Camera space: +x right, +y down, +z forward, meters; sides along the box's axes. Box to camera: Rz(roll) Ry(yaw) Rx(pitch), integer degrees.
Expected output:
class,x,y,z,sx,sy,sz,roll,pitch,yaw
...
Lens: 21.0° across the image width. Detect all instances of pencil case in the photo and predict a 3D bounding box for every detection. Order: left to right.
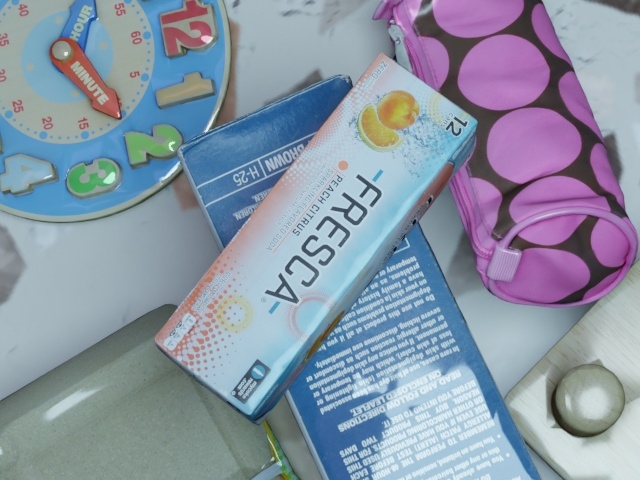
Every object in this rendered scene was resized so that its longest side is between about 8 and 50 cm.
class,x,y,z,sx,sy,sz,roll,pitch,yaw
pencil case,0.102,-0.062,0.979,0.098,0.095,0.209,4,48,-29

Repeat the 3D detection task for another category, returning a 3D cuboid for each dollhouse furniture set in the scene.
class,x,y,z,sx,sy,sz,roll,pitch,yaw
dollhouse furniture set,-0.164,0.186,1.005,0.301,0.151,0.197,-31,100,-18

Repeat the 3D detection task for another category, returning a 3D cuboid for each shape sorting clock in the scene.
class,x,y,z,sx,sy,sz,roll,pitch,yaw
shape sorting clock,-0.156,-0.113,1.067,0.206,0.040,0.206,-1,80,5

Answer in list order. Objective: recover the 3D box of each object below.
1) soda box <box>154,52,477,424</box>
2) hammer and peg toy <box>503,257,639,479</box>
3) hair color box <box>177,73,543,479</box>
class,x,y,z,sx,sy,sz,roll,pitch,yaw
soda box,0.000,0.000,0.848,0.063,0.058,0.183,37,84,9
hammer and peg toy,0.306,0.133,0.939,0.266,0.127,0.361,-44,79,-3
hair color box,0.044,0.100,0.945,0.105,0.174,0.347,-24,79,-2
